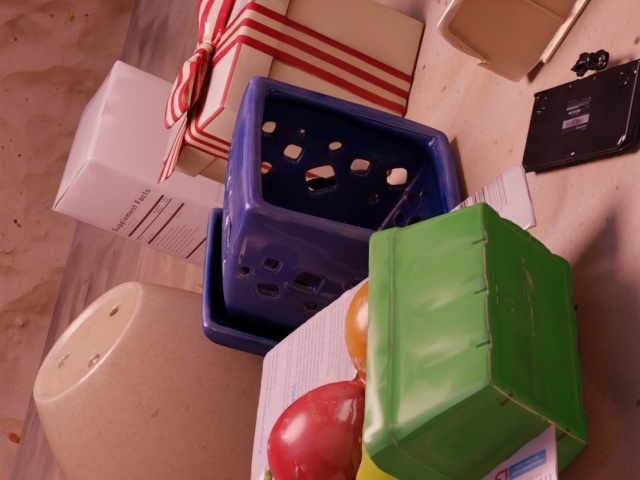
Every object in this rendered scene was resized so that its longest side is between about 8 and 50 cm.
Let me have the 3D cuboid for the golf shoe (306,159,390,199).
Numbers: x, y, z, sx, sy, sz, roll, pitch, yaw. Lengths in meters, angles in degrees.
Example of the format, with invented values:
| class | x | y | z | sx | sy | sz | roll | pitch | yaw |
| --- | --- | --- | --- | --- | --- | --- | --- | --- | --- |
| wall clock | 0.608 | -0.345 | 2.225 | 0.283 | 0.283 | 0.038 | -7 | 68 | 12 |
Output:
| class | x | y | z | sx | sy | sz | roll | pitch | yaw |
| --- | --- | --- | --- | --- | --- | --- | --- | --- | --- |
| golf shoe | -0.014 | -0.025 | 1.628 | 0.198 | 0.094 | 0.077 | -36 | 31 | 8 |

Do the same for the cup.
| class | x | y | z | sx | sy | sz | roll | pitch | yaw |
| --- | --- | --- | --- | --- | --- | --- | --- | --- | --- |
| cup | -0.175 | 0.184 | 1.566 | 0.331 | 0.237 | 0.331 | -37 | 24 | 20 |

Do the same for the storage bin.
| class | x | y | z | sx | sy | sz | roll | pitch | yaw |
| --- | --- | --- | --- | --- | --- | --- | --- | --- | --- |
| storage bin | 0.203 | -0.336 | 1.425 | 0.260 | 0.123 | 0.262 | -58 | 21 | 28 |

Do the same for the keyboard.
| class | x | y | z | sx | sy | sz | roll | pitch | yaw |
| --- | --- | --- | --- | --- | --- | --- | --- | --- | --- |
| keyboard | 0.236 | -0.119 | 1.251 | 0.180 | 0.023 | 0.108 | 170 | 113 | -68 |

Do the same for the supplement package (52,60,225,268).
| class | x | y | z | sx | sy | sz | roll | pitch | yaw |
| --- | --- | --- | --- | --- | --- | --- | --- | --- | --- |
| supplement package | -0.208 | -0.098 | 2.050 | 0.175 | 0.293 | 0.178 | -42 | 31 | 53 |

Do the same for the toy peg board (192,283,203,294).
| class | x | y | z | sx | sy | sz | roll | pitch | yaw |
| --- | --- | --- | --- | --- | --- | --- | --- | --- | --- |
| toy peg board | -0.128 | 0.151 | 1.924 | 0.161 | 0.079 | 0.161 | -159 | 75 | -72 |

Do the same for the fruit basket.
| class | x | y | z | sx | sy | sz | roll | pitch | yaw |
| --- | --- | --- | --- | --- | --- | --- | --- | --- | --- |
| fruit basket | 0.060 | 0.146 | 1.166 | 0.353 | 0.165 | 0.327 | -44 | 29 | 37 |

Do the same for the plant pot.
| class | x | y | z | sx | sy | sz | roll | pitch | yaw |
| --- | --- | --- | --- | --- | --- | --- | --- | --- | --- |
| plant pot | 0.000 | 0.000 | 1.471 | 0.236 | 0.236 | 0.212 | -94 | 24 | -52 |

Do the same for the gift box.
| class | x | y | z | sx | sy | sz | roll | pitch | yaw |
| --- | --- | --- | --- | --- | --- | --- | --- | --- | --- |
| gift box | -0.060 | -0.176 | 1.775 | 0.276 | 0.258 | 0.255 | -36 | 36 | 57 |

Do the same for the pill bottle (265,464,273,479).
| class | x | y | z | sx | sy | sz | roll | pitch | yaw |
| --- | --- | --- | --- | --- | --- | --- | --- | --- | --- |
| pill bottle | -0.014 | 0.328 | 1.273 | 0.136 | 0.136 | 0.246 | -41 | 32 | 54 |
